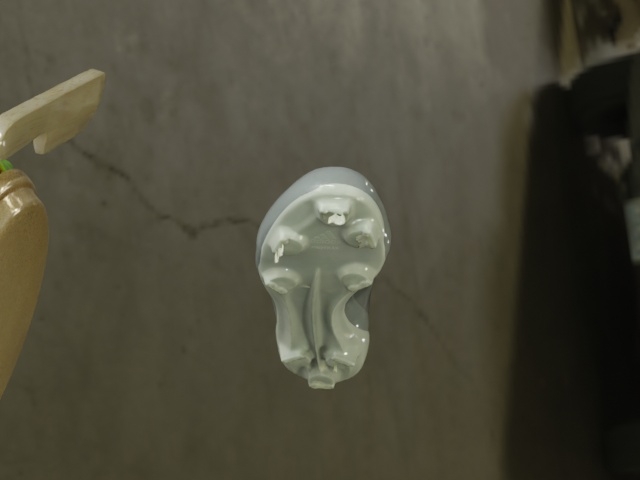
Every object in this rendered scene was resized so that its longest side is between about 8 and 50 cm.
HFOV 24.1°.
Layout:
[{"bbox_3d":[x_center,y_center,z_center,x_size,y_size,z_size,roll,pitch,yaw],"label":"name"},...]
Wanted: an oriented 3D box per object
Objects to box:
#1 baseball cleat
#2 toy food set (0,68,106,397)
[{"bbox_3d":[0.000,0.000,0.840,0.206,0.072,0.109,99,-4,-57],"label":"baseball cleat"},{"bbox_3d":[-0.134,0.030,0.536,0.132,0.038,0.192,-60,168,-75],"label":"toy food set"}]
